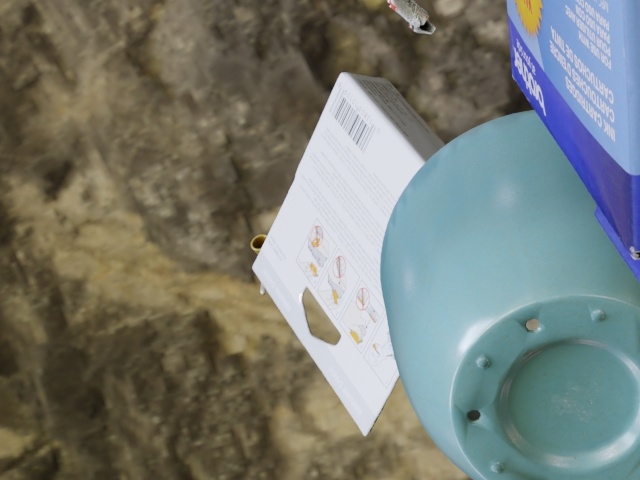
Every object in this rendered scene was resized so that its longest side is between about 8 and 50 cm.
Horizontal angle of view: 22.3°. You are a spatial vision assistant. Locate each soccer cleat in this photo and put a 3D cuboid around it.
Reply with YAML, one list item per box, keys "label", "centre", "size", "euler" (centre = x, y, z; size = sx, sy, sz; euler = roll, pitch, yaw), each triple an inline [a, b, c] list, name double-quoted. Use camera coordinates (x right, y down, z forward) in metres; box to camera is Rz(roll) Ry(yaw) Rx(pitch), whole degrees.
- label: "soccer cleat"
  centre: [0.109, -0.269, 1.908]
  size: [0.029, 0.036, 0.083]
  euler: [-57, -38, -9]

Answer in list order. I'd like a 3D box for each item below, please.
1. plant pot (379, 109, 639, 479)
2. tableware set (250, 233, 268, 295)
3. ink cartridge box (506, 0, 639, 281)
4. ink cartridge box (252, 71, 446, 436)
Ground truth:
- label: "plant pot"
  centre: [0.191, 0.071, 1.269]
  size: [0.293, 0.293, 0.235]
  euler: [52, -163, -17]
- label: "tableware set"
  centre: [0.000, 0.000, 1.749]
  size: [0.024, 0.154, 0.104]
  euler: [63, -161, -47]
- label: "ink cartridge box"
  centre: [0.197, -0.174, 0.906]
  size: [0.270, 0.151, 0.395]
  euler: [-107, 6, -62]
- label: "ink cartridge box"
  centre: [0.054, 0.010, 1.538]
  size: [0.060, 0.239, 0.275]
  euler: [5, -148, -34]
